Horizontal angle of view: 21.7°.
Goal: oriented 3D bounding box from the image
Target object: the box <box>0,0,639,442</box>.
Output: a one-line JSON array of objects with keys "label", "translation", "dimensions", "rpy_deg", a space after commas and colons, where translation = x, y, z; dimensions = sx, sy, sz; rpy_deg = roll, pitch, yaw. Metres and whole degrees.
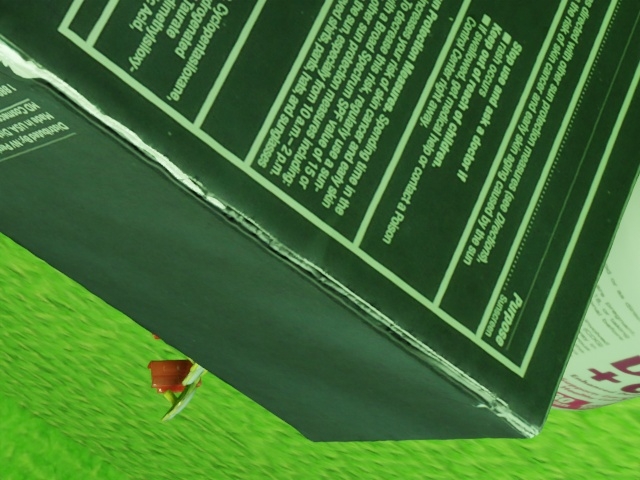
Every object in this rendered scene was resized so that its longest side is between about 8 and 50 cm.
[{"label": "box", "translation": [-0.006, -0.103, 0.755], "dimensions": [0.294, 0.296, 0.183], "rpy_deg": [37, 154, -25]}]

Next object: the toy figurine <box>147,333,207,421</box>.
[{"label": "toy figurine", "translation": [0.000, 0.000, 1.256], "dimensions": [0.217, 0.191, 0.362], "rpy_deg": [-1, 155, -17]}]

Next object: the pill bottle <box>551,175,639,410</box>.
[{"label": "pill bottle", "translation": [0.202, 0.000, 0.942], "dimensions": [0.160, 0.160, 0.283], "rpy_deg": [31, 157, -13]}]
